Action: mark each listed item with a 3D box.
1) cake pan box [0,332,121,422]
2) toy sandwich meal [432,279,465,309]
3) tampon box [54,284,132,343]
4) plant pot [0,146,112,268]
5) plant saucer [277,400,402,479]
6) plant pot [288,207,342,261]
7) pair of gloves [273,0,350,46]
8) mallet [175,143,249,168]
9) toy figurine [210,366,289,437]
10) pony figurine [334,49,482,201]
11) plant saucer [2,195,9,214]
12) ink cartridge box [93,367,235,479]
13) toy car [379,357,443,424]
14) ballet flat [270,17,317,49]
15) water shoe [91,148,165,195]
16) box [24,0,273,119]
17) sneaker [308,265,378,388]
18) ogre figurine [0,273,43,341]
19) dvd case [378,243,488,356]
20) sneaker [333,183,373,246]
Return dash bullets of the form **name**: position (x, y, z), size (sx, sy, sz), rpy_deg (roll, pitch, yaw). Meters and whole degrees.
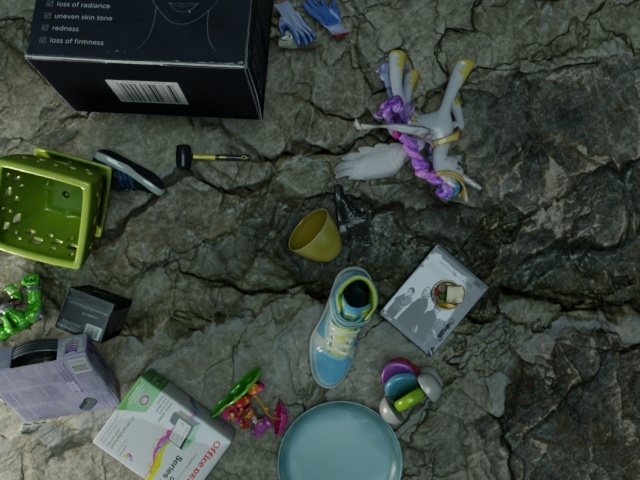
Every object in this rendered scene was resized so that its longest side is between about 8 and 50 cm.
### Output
- **cake pan box**: position (-0.637, 0.332, 1.634), size (0.246, 0.267, 0.070), rpy_deg (-12, 49, -2)
- **toy sandwich meal**: position (0.327, 0.140, 1.746), size (0.085, 0.029, 0.085), rpy_deg (0, 88, -2)
- **tampon box**: position (-0.554, 0.178, 1.680), size (0.120, 0.161, 0.101), rpy_deg (20, 88, 0)
- **plant pot**: position (-0.633, -0.092, 1.644), size (0.228, 0.207, 0.227), rpy_deg (15, 112, -2)
- **plant saucer**: position (0.049, 0.566, 1.748), size (0.317, 0.044, 0.317), rpy_deg (0, 88, -2)
- **plant pot**: position (0.000, 0.000, 1.730), size (0.095, 0.134, 0.134), rpy_deg (41, 87, -25)
- **pair of gloves**: position (-0.027, -0.565, 1.743), size (0.198, 0.023, 0.159), rpy_deg (-21, 68, -26)
- **mallet**: position (-0.280, -0.206, 1.766), size (0.190, 0.039, 0.062), rpy_deg (8, 87, -5)
- **toy figurine**: position (-0.160, 0.433, 1.714), size (0.173, 0.130, 0.159), rpy_deg (-43, 99, -2)
- **pony figurine**: position (0.228, -0.279, 1.689), size (0.351, 0.303, 0.363), rpy_deg (5, 73, -10)
- **plant saucer**: position (-0.839, -0.086, 1.751), size (0.083, 0.015, 0.083), rpy_deg (0, 89, -2)
- **ink cartridge box**: position (-0.380, 0.486, 1.698), size (0.278, 0.117, 0.201), rpy_deg (36, 88, -1)
- **toy car**: position (0.209, 0.357, 1.694), size (0.159, 0.182, 0.136), rpy_deg (-35, 85, 12)
- **ballet flat**: position (-0.111, -0.530, 1.758), size (0.206, 0.073, 0.067), rpy_deg (23, 54, 6)
- **water shoe**: position (-0.491, -0.156, 1.748), size (0.203, 0.073, 0.080), rpy_deg (31, 108, 4)
- **box**: position (-0.361, -0.559, 1.586), size (0.480, 0.297, 0.472), rpy_deg (4, 78, 3)
- **sneaker**: position (0.051, 0.218, 1.676), size (0.127, 0.208, 0.319), rpy_deg (14, 88, -3)
- **ogre figurine**: position (-0.772, 0.177, 1.707), size (0.197, 0.097, 0.118), rpy_deg (-26, 78, -14)
- **dvd case**: position (0.293, 0.155, 1.775), size (0.179, 0.029, 0.238), rpy_deg (41, 87, 0)
- **sneaker**: position (0.086, -0.065, 1.766), size (0.089, 0.051, 0.170), rpy_deg (-7, 93, -2)
